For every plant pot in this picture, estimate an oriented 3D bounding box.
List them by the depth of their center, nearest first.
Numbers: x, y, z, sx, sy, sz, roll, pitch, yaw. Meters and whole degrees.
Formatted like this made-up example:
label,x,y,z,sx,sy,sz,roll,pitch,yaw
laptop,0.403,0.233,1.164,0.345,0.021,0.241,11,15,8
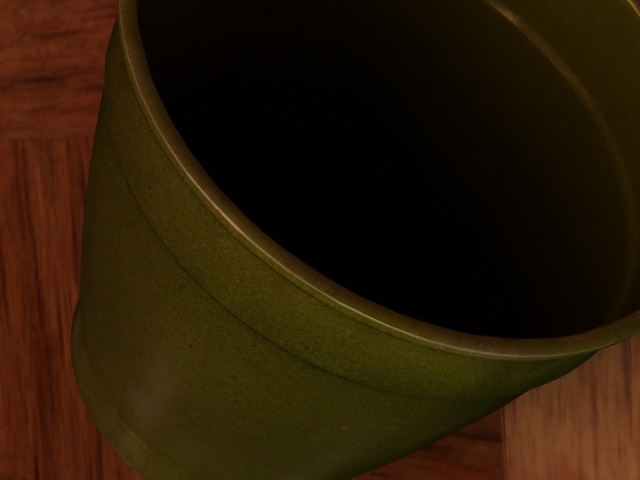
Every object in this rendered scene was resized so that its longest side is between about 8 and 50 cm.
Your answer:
label,x,y,z,sx,sy,sz,roll,pitch,yaw
plant pot,0.000,0.000,0.989,0.366,0.366,0.353,59,143,21
